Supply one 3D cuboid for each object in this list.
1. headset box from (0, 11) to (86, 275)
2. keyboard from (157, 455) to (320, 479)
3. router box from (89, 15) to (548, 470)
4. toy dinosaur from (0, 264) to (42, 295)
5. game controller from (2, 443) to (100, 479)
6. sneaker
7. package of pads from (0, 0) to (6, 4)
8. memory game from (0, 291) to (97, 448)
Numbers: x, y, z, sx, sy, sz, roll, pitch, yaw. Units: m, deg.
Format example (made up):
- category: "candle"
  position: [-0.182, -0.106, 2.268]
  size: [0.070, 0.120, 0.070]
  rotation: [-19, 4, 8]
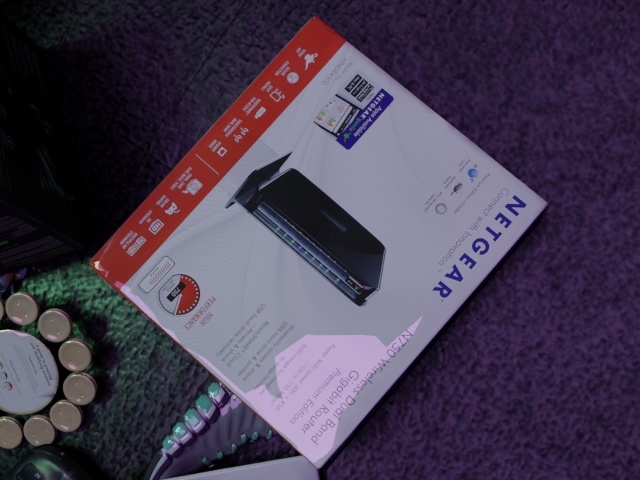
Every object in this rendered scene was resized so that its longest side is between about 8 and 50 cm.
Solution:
- category: "headset box"
  position: [-0.358, -0.110, 1.177]
  size: [0.131, 0.283, 0.246]
  rotation: [-17, 76, 6]
- category: "keyboard"
  position: [-0.126, 0.270, 1.203]
  size: [0.256, 0.014, 0.072]
  rotation: [-10, 106, -3]
- category: "router box"
  position: [0.000, 0.000, 1.158]
  size: [0.301, 0.082, 0.335]
  rotation: [40, 83, 11]
- category: "toy dinosaur"
  position: [-0.347, 0.047, 1.305]
  size: [0.082, 0.047, 0.090]
  rotation: [-38, 47, 18]
- category: "game controller"
  position: [-0.235, 0.371, 1.253]
  size: [0.319, 0.067, 0.166]
  rotation: [44, 112, 11]
- category: "sneaker"
  position: [-0.087, 0.194, 1.209]
  size: [0.098, 0.083, 0.224]
  rotation: [39, 96, 6]
- category: "package of pads"
  position: [-0.503, -0.244, 1.243]
  size: [0.296, 0.229, 0.101]
  rotation: [-32, 82, 9]
- category: "memory game"
  position: [-0.329, 0.139, 1.271]
  size: [0.186, 0.012, 0.186]
  rotation: [3, 107, 9]
